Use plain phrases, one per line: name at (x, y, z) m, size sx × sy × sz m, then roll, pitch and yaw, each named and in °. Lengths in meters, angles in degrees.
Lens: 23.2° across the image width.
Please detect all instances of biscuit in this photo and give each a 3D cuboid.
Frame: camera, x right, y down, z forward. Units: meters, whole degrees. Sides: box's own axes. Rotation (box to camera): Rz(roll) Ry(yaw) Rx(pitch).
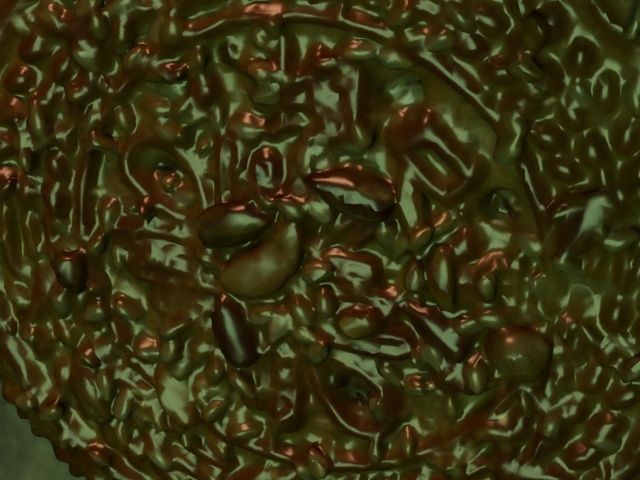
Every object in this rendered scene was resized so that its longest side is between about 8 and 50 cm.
biscuit at (0.000, 0.000, 0.525) m, size 0.305 × 0.038 × 0.305 m, roll 7°, pitch 114°, yaw 17°
